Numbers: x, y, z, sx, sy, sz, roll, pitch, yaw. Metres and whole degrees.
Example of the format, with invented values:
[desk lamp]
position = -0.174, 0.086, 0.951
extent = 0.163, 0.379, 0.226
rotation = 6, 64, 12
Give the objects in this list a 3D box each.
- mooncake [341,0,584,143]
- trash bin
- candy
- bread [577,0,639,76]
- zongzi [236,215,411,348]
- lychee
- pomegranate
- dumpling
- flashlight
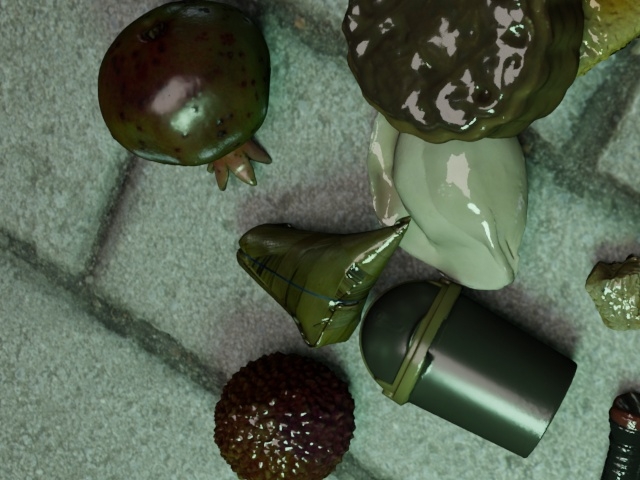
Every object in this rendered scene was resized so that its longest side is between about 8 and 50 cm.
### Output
[mooncake]
position = 0.189, -0.288, 1.631
extent = 0.324, 0.187, 0.324
rotation = 7, 104, 30
[trash bin]
position = 0.217, 0.191, 1.899
extent = 0.333, 0.214, 0.214
rotation = 30, 114, 9
[candy]
position = 0.463, 0.080, 1.843
extent = 0.095, 0.085, 0.110
rotation = -10, 111, 33
[bread]
position = 0.356, -0.337, 1.724
extent = 0.262, 0.162, 0.204
rotation = -39, 80, 33
[zongzi]
position = 0.000, 0.000, 1.951
extent = 0.260, 0.123, 0.289
rotation = 46, 128, 28
[lychee]
position = -0.073, 0.307, 2.027
extent = 0.271, 0.271, 0.271
rotation = 6, 106, 21
[pomegranate]
position = -0.193, -0.244, 1.961
extent = 0.290, 0.323, 0.291
rotation = -12, 68, 32
[dumpling]
position = 0.192, -0.097, 1.861
extent = 0.260, 0.181, 0.341
rotation = -5, 121, 38
[flashlight]
position = 0.482, 0.359, 1.908
extent = 0.093, 0.093, 0.232
rotation = 16, 115, 18
